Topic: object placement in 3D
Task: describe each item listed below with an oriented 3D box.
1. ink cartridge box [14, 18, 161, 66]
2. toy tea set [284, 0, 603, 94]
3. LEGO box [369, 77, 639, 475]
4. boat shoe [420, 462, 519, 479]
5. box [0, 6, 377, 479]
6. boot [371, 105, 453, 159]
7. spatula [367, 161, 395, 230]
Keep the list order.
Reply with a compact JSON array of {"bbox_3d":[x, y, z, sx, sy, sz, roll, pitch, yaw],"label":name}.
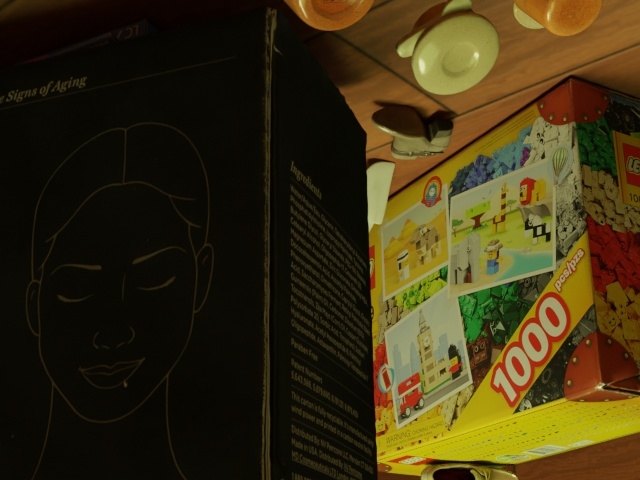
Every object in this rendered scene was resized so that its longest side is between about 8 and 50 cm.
[{"bbox_3d":[-0.208,-0.155,1.226,0.186,0.065,0.311,-12,157,27],"label":"ink cartridge box"},{"bbox_3d":[0.097,-0.254,0.978,0.336,0.124,0.200,22,120,-36],"label":"toy tea set"},{"bbox_3d":[0.242,0.080,1.403,0.193,0.372,0.500,12,154,-28],"label":"LEGO box"},{"bbox_3d":[0.203,0.322,1.436,0.135,0.050,0.045,3,163,-7],"label":"boat shoe"},{"bbox_3d":[-0.210,0.077,1.094,0.480,0.471,0.297,-9,158,19],"label":"box"},{"bbox_3d":[0.106,-0.127,1.329,0.119,0.042,0.087,7,159,-17],"label":"boot"},{"bbox_3d":[0.000,0.000,1.409,0.168,0.241,0.019,10,-174,-32],"label":"spatula"}]
